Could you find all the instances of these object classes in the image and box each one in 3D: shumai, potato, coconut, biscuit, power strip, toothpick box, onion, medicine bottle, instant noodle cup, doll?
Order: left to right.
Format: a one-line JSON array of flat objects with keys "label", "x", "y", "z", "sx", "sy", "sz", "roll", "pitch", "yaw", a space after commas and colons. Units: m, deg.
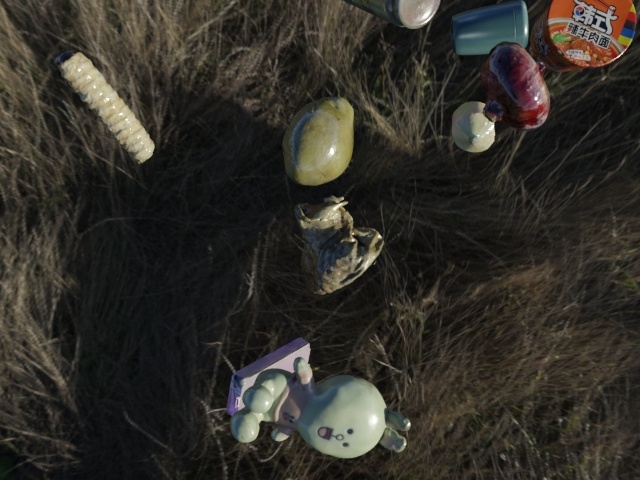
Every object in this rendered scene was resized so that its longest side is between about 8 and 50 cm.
[{"label": "biscuit", "x": -0.365, "y": -0.229, "z": 1.043, "sx": 0.055, "sy": 0.061, "sz": 0.219, "roll": -34, "pitch": 119, "yaw": -1}, {"label": "power strip", "x": -0.116, "y": 0.318, "z": 1.422, "sx": 0.037, "sy": 0.279, "sz": 0.109, "roll": 22, "pitch": 113, "yaw": 29}, {"label": "shumai", "x": 0.000, "y": 0.000, "z": 1.817, "sx": 0.262, "sy": 0.314, "sz": 0.267, "roll": 47, "pitch": 52, "yaw": -10}, {"label": "doll", "x": 0.001, "y": 0.264, "z": 0.953, "sx": 0.274, "sy": 0.113, "sz": 0.155, "roll": 10, "pitch": 110, "yaw": -6}, {"label": "potato", "x": 0.002, "y": -0.226, "z": 1.375, "sx": 0.160, "sy": 0.178, "sz": 0.235, "roll": 27, "pitch": 65, "yaw": -2}, {"label": "medicine bottle", "x": 0.157, "y": -0.662, "z": 1.567, "sx": 0.151, "sy": 0.151, "sz": 0.322, "roll": -44, "pitch": 48, "yaw": -2}, {"label": "coconut", "x": 0.400, "y": -0.294, "z": 1.582, "sx": 0.116, "sy": 0.116, "sz": 0.122, "roll": 1, "pitch": 42, "yaw": 9}, {"label": "toothpick box", "x": 0.420, "y": -0.528, "z": 1.522, "sx": 0.184, "sy": 0.120, "sz": 0.120, "roll": -5, "pitch": 77, "yaw": 14}, {"label": "onion", "x": 0.426, "y": -0.318, "z": 1.301, "sx": 0.151, "sy": 0.098, "sz": 0.206, "roll": -46, "pitch": 116, "yaw": -4}, {"label": "instant noodle cup", "x": 0.732, "y": -0.598, "z": 1.733, "sx": 0.250, "sy": 0.192, "sz": 0.251, "roll": 0, "pitch": 92, "yaw": -2}]
